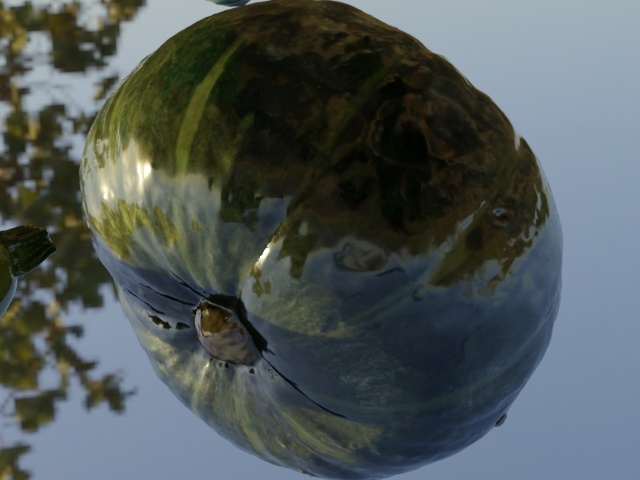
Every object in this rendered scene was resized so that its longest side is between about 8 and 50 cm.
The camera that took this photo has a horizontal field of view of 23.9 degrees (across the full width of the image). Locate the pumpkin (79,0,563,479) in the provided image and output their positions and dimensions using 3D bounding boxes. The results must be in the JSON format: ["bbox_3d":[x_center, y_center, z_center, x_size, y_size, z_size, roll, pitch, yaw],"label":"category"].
[{"bbox_3d":[0.000,0.000,0.886,0.300,0.300,0.207,10,-135,35],"label":"pumpkin"}]

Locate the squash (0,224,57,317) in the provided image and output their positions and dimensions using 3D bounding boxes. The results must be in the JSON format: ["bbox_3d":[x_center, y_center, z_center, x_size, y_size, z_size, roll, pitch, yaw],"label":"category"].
[{"bbox_3d":[-0.248,0.071,0.871,0.066,0.066,0.252,10,-129,36],"label":"squash"}]

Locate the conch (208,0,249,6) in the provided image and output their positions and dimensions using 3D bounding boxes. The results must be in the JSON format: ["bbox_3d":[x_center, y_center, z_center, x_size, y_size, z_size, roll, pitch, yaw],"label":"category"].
[{"bbox_3d":[-0.023,-0.150,0.402,0.122,0.188,0.176,38,-133,-6],"label":"conch"}]
